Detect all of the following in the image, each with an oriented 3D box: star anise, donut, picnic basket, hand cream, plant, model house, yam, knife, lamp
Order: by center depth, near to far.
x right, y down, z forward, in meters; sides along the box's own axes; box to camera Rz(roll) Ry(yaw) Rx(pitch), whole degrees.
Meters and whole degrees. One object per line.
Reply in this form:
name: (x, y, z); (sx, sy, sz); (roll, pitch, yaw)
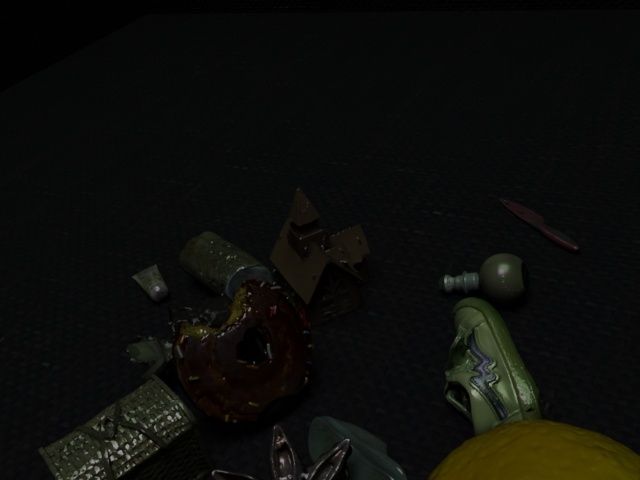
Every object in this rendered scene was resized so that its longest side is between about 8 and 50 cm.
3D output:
star anise: (-0.032, 0.366, 0.858); (0.236, 0.109, 0.223); (9, 62, 8)
picnic basket: (-0.283, 0.313, 0.963); (0.196, 0.154, 0.134); (-32, 39, -25)
donut: (-0.123, 0.181, 1.069); (0.230, 0.216, 0.096); (-50, 17, -20)
plant: (-0.229, 0.178, 1.147); (0.203, 0.131, 0.142); (-27, 24, -22)
lamp: (0.292, 0.073, 1.200); (0.163, 0.091, 0.091); (-8, 33, 30)
model house: (0.000, 0.000, 1.237); (0.176, 0.248, 0.181); (-23, 38, -16)
yam: (-0.190, 0.060, 1.336); (0.107, 0.107, 0.194); (-35, 42, -29)
knife: (0.449, -0.039, 1.359); (0.036, 0.018, 0.247); (-23, 35, -11)
hand cream: (-0.362, 0.091, 1.408); (0.061, 0.039, 0.143); (-31, 30, -15)

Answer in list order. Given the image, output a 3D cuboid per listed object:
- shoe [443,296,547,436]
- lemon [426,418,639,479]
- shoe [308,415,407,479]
shoe: (0.246, 0.190, 0.988); (0.128, 0.140, 0.262); (-8, 40, -12)
lemon: (0.228, 0.344, 0.636); (0.336, 0.335, 0.336); (-8, 35, 6)
shoe: (0.063, 0.317, 0.943); (0.078, 0.079, 0.195); (6, 11, -40)
